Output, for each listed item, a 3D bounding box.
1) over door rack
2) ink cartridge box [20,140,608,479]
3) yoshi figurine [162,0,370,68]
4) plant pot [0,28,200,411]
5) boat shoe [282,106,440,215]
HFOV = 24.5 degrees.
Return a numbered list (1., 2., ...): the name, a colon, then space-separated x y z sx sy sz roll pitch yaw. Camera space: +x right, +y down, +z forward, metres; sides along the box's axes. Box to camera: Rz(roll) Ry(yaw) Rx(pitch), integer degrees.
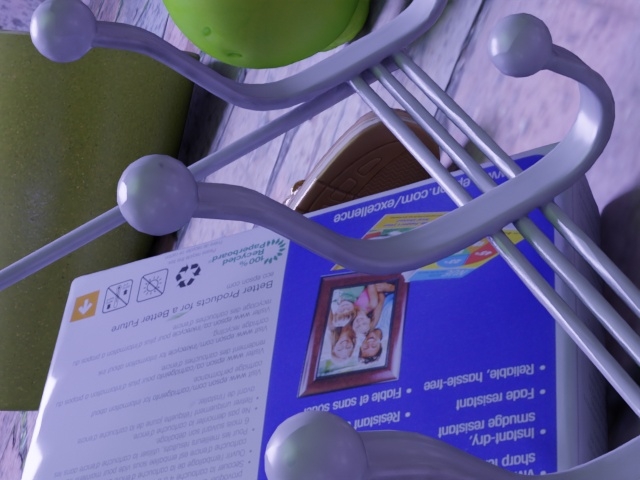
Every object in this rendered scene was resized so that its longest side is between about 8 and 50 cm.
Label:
1. over door rack: -0.056 0.041 0.418 0.324 0.108 0.239 -38 40 2
2. ink cartridge box: -0.011 0.080 0.464 0.206 0.045 0.208 -15 45 26
3. yoshi figurine: -0.030 -0.212 0.827 0.362 0.203 0.203 -107 23 -60
4. plant pot: -0.248 -0.017 1.203 0.275 0.274 0.294 -162 77 -74
5. boat shoe: 0.000 0.000 0.674 0.059 0.063 0.170 -100 33 -49
